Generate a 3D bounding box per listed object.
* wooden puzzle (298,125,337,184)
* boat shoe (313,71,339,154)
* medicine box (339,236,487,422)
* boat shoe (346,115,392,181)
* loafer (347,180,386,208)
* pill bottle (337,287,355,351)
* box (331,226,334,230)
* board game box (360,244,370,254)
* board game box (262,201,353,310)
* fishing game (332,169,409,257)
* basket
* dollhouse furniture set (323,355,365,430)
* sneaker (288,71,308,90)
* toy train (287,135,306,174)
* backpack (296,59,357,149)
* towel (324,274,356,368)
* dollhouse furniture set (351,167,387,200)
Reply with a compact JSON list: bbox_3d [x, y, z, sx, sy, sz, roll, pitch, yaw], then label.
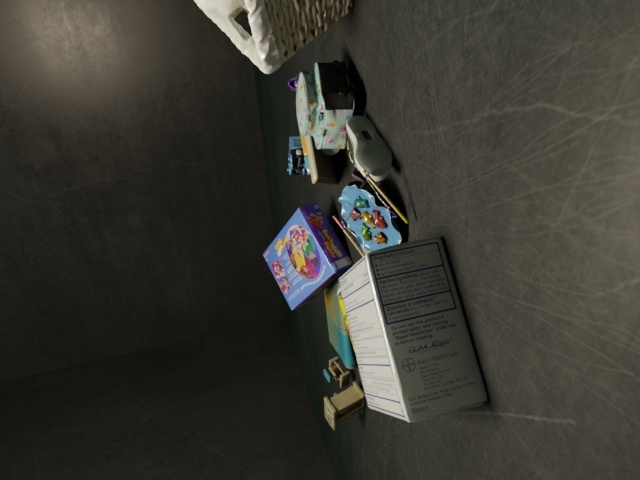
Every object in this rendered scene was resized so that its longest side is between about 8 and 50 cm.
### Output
[{"bbox_3d":[-0.012,-0.269,1.415,0.238,0.044,0.221,-17,-83,-74],"label":"wooden puzzle"},{"bbox_3d":[0.018,-0.350,1.346,0.076,0.080,0.229,-65,-37,-76],"label":"boat shoe"},{"bbox_3d":[0.155,0.171,0.939,0.263,0.149,0.290,122,136,-74],"label":"medicine box"},{"bbox_3d":[0.103,-0.188,1.073,0.219,0.077,0.070,-101,8,-46],"label":"boat shoe"},{"bbox_3d":[0.107,-0.088,1.173,0.170,0.062,0.061,-114,12,-53],"label":"loafer"},{"bbox_3d":[0.122,0.204,1.217,0.117,0.117,0.215,96,160,-56],"label":"pill bottle"},{"bbox_3d":[0.000,0.000,1.713,0.101,0.087,0.102,-133,35,-68],"label":"box"},{"bbox_3d":[0.136,0.027,1.213,0.104,0.026,0.154,92,163,-49],"label":"board game box"},{"bbox_3d":[-0.056,0.062,1.646,0.233,0.078,0.347,61,144,13],"label":"board game box"},{"bbox_3d":[0.100,-0.033,1.076,0.189,0.041,0.264,53,158,3],"label":"fishing game"},{"bbox_3d":[-0.125,-0.596,1.002,0.328,0.266,0.331,49,167,24],"label":"basket"},{"bbox_3d":[0.054,0.540,1.745,0.184,0.129,0.129,48,150,41],"label":"dollhouse furniture set"},{"bbox_3d":[-0.078,-0.528,1.646,0.170,0.071,0.068,-135,36,-72],"label":"sneaker"},{"bbox_3d":[-0.088,-0.322,1.894,0.184,0.080,0.105,108,158,-72],"label":"toy train"},{"bbox_3d":[0.013,-0.316,1.201,0.188,0.144,0.166,85,175,-56],"label":"backpack"},{"bbox_3d":[0.060,0.243,1.779,0.271,0.040,0.371,-137,39,-72],"label":"towel"},{"bbox_3d":[0.103,-0.125,1.143,0.081,0.091,0.114,-57,7,35],"label":"dollhouse furniture set"}]
